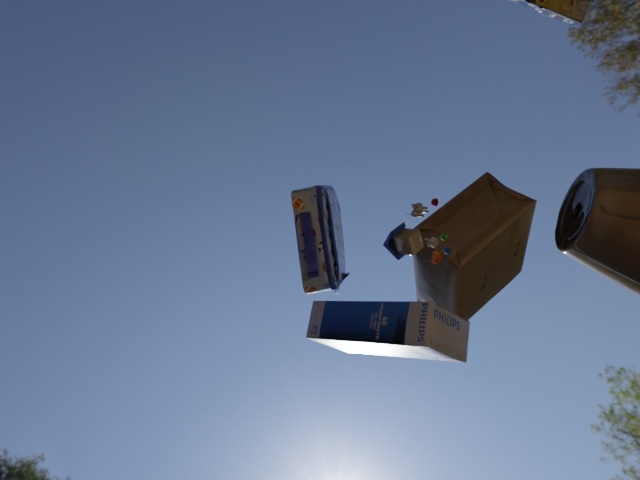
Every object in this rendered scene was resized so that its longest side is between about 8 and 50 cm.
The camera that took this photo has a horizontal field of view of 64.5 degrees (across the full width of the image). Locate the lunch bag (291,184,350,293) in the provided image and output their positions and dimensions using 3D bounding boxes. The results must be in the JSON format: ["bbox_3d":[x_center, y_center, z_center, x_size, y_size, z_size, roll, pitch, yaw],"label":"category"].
[{"bbox_3d":[0.000,0.000,1.399,0.115,0.243,0.303,-9,-87,10],"label":"lunch bag"}]

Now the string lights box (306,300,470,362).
[{"bbox_3d":[0.116,0.159,0.908,0.133,0.260,0.076,29,-115,-41],"label":"string lights box"}]

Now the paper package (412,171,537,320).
[{"bbox_3d":[0.412,0.034,1.390,0.309,0.168,0.324,-37,-38,-16],"label":"paper package"}]

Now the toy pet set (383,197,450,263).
[{"bbox_3d":[0.182,-0.007,0.981,0.114,0.065,0.122,-34,-63,-34],"label":"toy pet set"}]

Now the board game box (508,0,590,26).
[{"bbox_3d":[0.545,-0.643,1.226,0.243,0.042,0.165,18,-82,-8],"label":"board game box"}]

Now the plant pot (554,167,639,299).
[{"bbox_3d":[0.676,-0.024,1.077,0.280,0.323,0.323,16,-79,6],"label":"plant pot"}]
